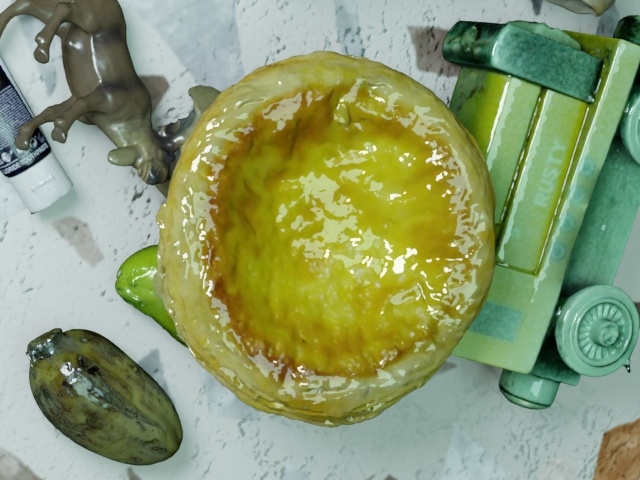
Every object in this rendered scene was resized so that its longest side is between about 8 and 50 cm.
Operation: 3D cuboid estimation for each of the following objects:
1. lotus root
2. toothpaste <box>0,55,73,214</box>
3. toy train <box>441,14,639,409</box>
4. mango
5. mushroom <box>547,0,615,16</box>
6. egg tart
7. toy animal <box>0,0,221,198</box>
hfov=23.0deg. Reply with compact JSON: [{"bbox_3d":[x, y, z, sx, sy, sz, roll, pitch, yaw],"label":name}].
[{"bbox_3d":[-0.193,0.141,1.390,0.179,0.081,0.089,45,40,-31],"label":"lotus root"},{"bbox_3d":[-0.274,-0.115,1.317,0.071,0.045,0.193,-40,109,-22],"label":"toothpaste"},{"bbox_3d":[0.207,-0.039,1.504,0.253,0.160,0.397,16,95,-22],"label":"toy train"},{"bbox_3d":[-0.106,0.056,1.415,0.165,0.074,0.091,19,94,-28],"label":"mango"},{"bbox_3d":[0.260,-0.349,1.409,0.298,0.297,0.290,24,125,-28],"label":"mushroom"},{"bbox_3d":[0.000,0.000,1.359,0.319,0.128,0.318,1,88,-17],"label":"egg tart"},{"bbox_3d":[-0.166,-0.117,1.332,0.186,0.094,0.214,-18,96,-47],"label":"toy animal"}]
